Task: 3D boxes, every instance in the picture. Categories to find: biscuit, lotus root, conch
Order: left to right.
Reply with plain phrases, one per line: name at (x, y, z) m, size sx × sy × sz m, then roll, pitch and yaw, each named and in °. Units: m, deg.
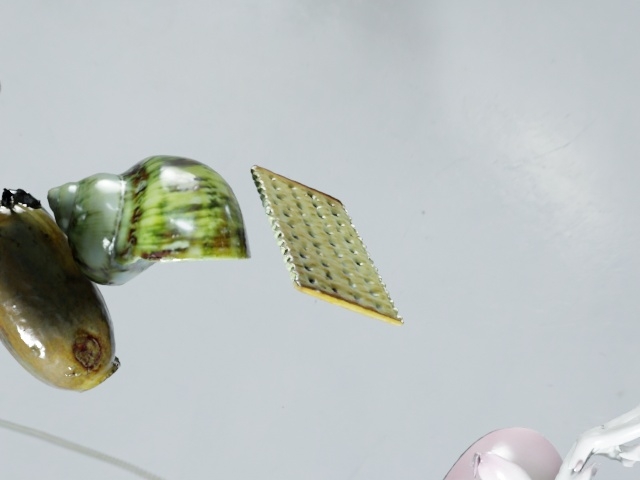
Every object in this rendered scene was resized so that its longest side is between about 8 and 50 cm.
lotus root at (-0.304, 0.060, 1.050) m, size 0.123 × 0.124 × 0.241 m, roll -26°, pitch 103°, yaw -4°
conch at (-0.174, -0.021, 0.988) m, size 0.181 × 0.187 × 0.124 m, roll -15°, pitch 99°, yaw -16°
biscuit at (0.000, 0.000, 1.032) m, size 0.139 × 0.231 × 0.016 m, roll 21°, pitch 116°, yaw -30°

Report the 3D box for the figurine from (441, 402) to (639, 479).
figurine at (0.233, 0.218, 0.812) m, size 0.284 × 0.316 × 0.206 m, roll -14°, pitch 84°, yaw -10°
